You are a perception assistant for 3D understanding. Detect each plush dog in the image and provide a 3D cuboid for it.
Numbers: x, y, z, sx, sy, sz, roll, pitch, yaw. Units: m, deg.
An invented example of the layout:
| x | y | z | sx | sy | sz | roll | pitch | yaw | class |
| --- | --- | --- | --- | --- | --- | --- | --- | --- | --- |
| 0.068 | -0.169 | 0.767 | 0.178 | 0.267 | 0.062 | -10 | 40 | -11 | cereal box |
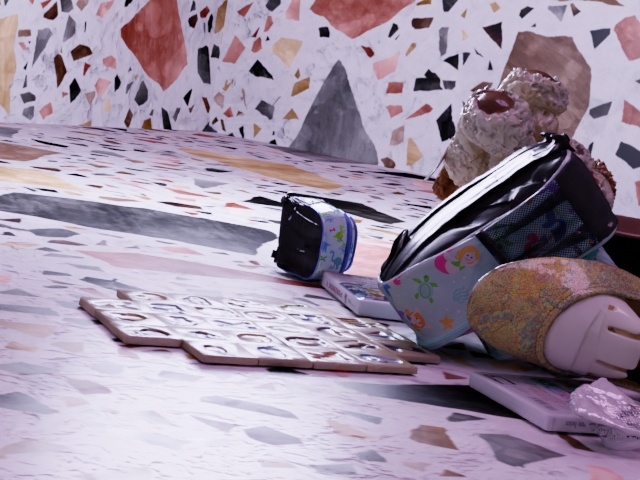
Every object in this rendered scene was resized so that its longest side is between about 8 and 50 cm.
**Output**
| x | y | z | sx | sy | sz | roll | pitch | yaw | class |
| --- | --- | --- | --- | --- | --- | --- | --- | --- | --- |
| 0.284 | -0.085 | 2.055 | 0.225 | 0.210 | 0.262 | 35 | 25 | 12 | plush dog |

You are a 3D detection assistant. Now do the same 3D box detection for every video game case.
| x | y | z | sx | sy | sz | roll | pitch | yaw | class |
| --- | --- | --- | --- | --- | --- | --- | --- | --- | --- |
| 0.118 | 0.076 | 1.898 | 0.201 | 0.023 | 0.183 | 8 | 7 | -15 | video game case |
| 0.237 | 0.155 | 1.463 | 0.143 | 0.019 | 0.157 | 6 | 7 | -22 | video game case |

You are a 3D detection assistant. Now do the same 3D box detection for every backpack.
| x | y | z | sx | sy | sz | roll | pitch | yaw | class |
| --- | --- | --- | --- | --- | --- | --- | --- | --- | --- |
| 0.192 | 0.021 | 1.679 | 0.254 | 0.191 | 0.225 | -30 | 6 | 4 | backpack |
| 0.000 | 0.000 | 2.008 | 0.084 | 0.105 | 0.114 | 4 | 11 | -28 | backpack |

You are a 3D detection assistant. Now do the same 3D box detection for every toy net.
| x | y | z | sx | sy | sz | roll | pitch | yaw | class |
| --- | --- | --- | --- | --- | --- | --- | --- | --- | --- |
| 0.325 | 0.173 | 1.366 | 0.232 | 0.045 | 0.122 | 4 | 35 | -17 | toy net |

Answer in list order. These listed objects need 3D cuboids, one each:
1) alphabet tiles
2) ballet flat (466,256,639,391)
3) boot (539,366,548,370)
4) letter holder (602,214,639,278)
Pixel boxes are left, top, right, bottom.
| x | y | z | sx | sy | sz | roll | pitch | yaw | class |
| --- | --- | --- | --- | --- | --- | --- | --- | --- | --- |
| -0.063 | 0.093 | 1.598 | 0.343 | 0.011 | 0.285 | 6 | 9 | -25 | alphabet tiles |
| 0.310 | 0.099 | 1.523 | 0.349 | 0.123 | 0.123 | 15 | 4 | -28 | ballet flat |
| 0.301 | 0.135 | 1.639 | 0.114 | 0.037 | 0.106 | 20 | 14 | 33 | boot |
| 0.400 | 0.064 | 1.844 | 0.302 | 0.152 | 0.214 | 9 | 9 | 1 | letter holder |
